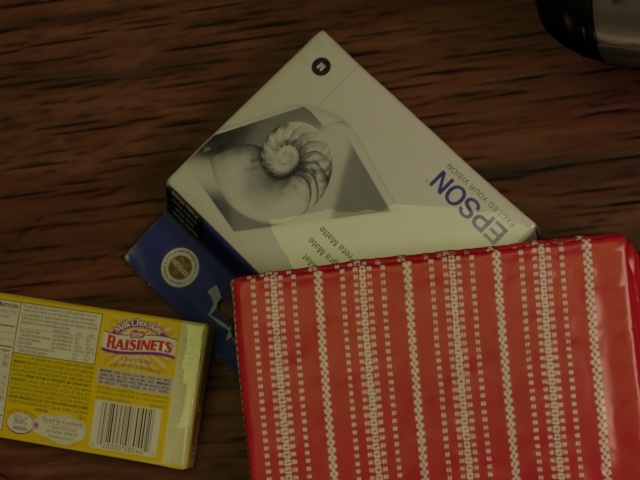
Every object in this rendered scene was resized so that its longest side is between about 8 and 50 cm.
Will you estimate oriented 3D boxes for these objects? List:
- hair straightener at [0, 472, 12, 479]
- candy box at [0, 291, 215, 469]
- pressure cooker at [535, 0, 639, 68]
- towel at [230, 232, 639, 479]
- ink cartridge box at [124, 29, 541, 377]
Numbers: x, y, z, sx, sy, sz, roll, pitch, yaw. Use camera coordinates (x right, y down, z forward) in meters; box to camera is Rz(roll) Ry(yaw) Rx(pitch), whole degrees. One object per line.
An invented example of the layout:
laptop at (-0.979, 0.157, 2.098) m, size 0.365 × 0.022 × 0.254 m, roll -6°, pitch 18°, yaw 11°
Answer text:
hair straightener at (-0.328, 0.164, 1.212) m, size 0.230 × 0.047 × 0.089 m, roll 27°, pitch 83°, yaw 17°
candy box at (-0.183, 0.097, 1.202) m, size 0.206 × 0.027 × 0.105 m, roll 8°, pitch 85°, yaw 14°
pressure cooker at (0.360, -0.256, 0.998) m, size 0.420 × 0.370 × 0.375 m, roll 9°, pitch 82°, yaw 18°
towel at (0.085, 0.106, 1.112) m, size 0.275 × 0.031 × 0.199 m, roll -6°, pitch 88°, yaw 4°
ink cartridge box at (0.000, 0.000, 1.182) m, size 0.223 × 0.045 × 0.224 m, roll 43°, pitch 89°, yaw 18°
